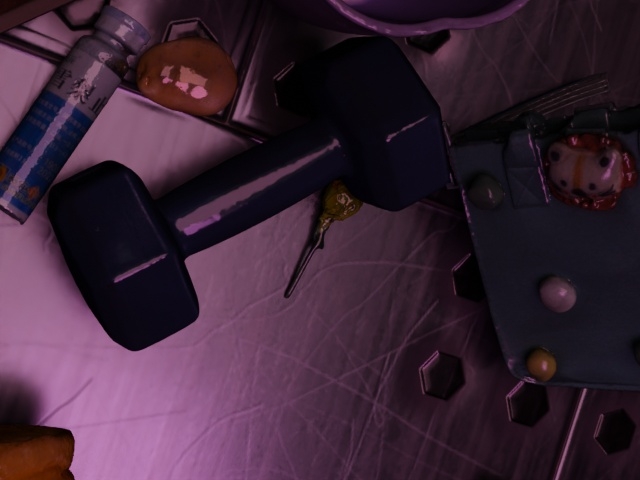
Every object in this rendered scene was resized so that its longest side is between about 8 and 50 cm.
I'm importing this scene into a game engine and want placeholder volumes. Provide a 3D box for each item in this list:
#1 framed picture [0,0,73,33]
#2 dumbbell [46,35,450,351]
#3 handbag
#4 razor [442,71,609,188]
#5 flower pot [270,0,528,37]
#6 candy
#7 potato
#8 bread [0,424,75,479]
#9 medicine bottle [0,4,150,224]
[{"bbox_3d":[-0.275,-0.292,0.949,0.184,0.016,0.250,-35,104,-37],"label":"framed picture"},{"bbox_3d":[-0.057,-0.044,0.995,0.324,0.144,0.160,-29,137,-14],"label":"dumbbell"},{"bbox_3d":[0.259,0.016,1.047,0.100,0.268,0.274,-48,126,-43],"label":"handbag"},{"bbox_3d":[0.189,-0.117,1.148,0.191,0.037,0.068,-26,112,-15],"label":"razor"},{"bbox_3d":[0.042,-0.282,0.978,0.265,0.243,0.265,-1,93,-17],"label":"flower pot"},{"bbox_3d":[0.000,0.000,1.095,0.035,0.035,0.123,28,91,-14],"label":"candy"},{"bbox_3d":[-0.114,-0.140,1.027,0.083,0.062,0.068,5,61,-43],"label":"potato"},{"bbox_3d":[-0.307,0.212,0.912,0.269,0.195,0.143,-1,84,-23],"label":"bread"},{"bbox_3d":[-0.212,-0.105,0.998,0.051,0.051,0.191,36,82,-18],"label":"medicine bottle"}]
